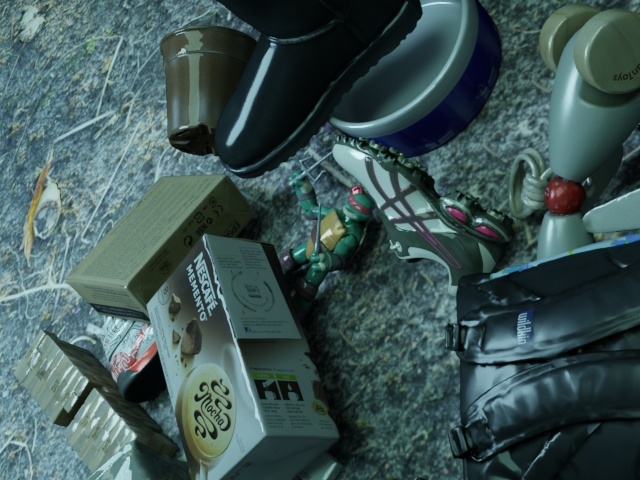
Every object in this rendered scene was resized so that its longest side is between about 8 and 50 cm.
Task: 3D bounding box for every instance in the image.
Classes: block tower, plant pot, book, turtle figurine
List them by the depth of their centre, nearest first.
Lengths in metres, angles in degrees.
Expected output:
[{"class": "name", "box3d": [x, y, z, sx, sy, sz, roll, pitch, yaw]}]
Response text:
[{"class": "book", "box3d": [-0.044, 0.323, 1.271, 0.096, 0.035, 0.144, 32, 88, 40]}, {"class": "turtle figurine", "box3d": [0.000, 0.000, 1.339, 0.234, 0.118, 0.175, -55, 30, 24]}, {"class": "block tower", "box3d": [-0.344, 0.261, 1.501, 0.335, 0.097, 0.091, 34, 91, 42]}, {"class": "plant pot", "box3d": [-0.179, -0.232, 1.577, 0.167, 0.167, 0.165, -12, 68, 34]}]

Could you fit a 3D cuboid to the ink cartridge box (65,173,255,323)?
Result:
[{"class": "ink cartridge box", "box3d": [-0.239, 0.009, 1.472, 0.193, 0.088, 0.235, 2, 47, 52]}]

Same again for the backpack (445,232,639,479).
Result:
[{"class": "backpack", "box3d": [0.325, 0.123, 0.947, 0.355, 0.273, 0.290, -38, 44, 47]}]

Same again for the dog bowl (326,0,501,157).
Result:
[{"class": "dog bowl", "box3d": [0.114, -0.253, 1.382, 0.264, 0.104, 0.265, -19, 57, 32]}]

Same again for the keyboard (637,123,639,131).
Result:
[{"class": "keyboard", "box3d": [0.457, -0.166, 1.121, 0.192, 0.038, 0.100, -36, 74, 18]}]

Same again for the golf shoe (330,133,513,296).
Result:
[{"class": "golf shoe", "box3d": [0.107, -0.041, 1.243, 0.272, 0.105, 0.120, 36, 104, 23]}]

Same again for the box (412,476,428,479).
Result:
[{"class": "box", "box3d": [0.119, 0.324, 1.123, 0.062, 0.052, 0.083, -41, 50, 14]}]

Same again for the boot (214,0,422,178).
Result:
[{"class": "boot", "box3d": [-0.126, -0.310, 1.224, 0.367, 0.445, 0.146, -46, 47, 11]}]

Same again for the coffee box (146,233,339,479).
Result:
[{"class": "coffee box", "box3d": [-0.107, 0.160, 1.260, 0.168, 0.118, 0.297, -47, 49, 35]}]

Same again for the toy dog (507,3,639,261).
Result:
[{"class": "toy dog", "box3d": [0.326, -0.109, 1.082, 0.160, 0.334, 0.220, -1, 41, -5]}]

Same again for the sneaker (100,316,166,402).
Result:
[{"class": "sneaker", "box3d": [-0.230, 0.105, 1.487, 0.270, 0.090, 0.145, -47, 50, 14]}]

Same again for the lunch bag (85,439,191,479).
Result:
[{"class": "lunch bag", "box3d": [-0.263, 0.453, 1.286, 0.287, 0.169, 0.235, -42, 49, 9]}]
